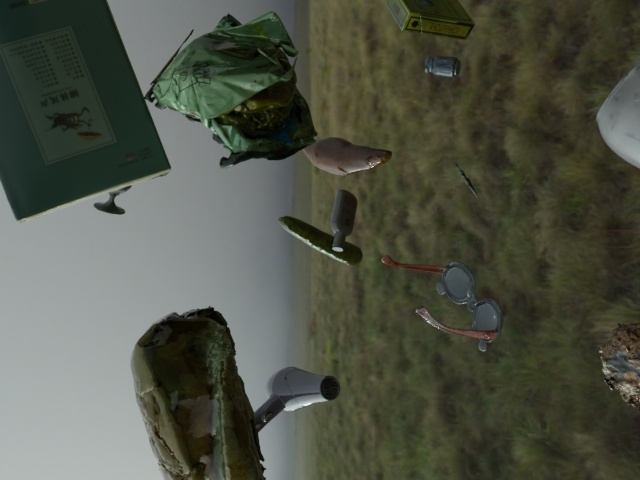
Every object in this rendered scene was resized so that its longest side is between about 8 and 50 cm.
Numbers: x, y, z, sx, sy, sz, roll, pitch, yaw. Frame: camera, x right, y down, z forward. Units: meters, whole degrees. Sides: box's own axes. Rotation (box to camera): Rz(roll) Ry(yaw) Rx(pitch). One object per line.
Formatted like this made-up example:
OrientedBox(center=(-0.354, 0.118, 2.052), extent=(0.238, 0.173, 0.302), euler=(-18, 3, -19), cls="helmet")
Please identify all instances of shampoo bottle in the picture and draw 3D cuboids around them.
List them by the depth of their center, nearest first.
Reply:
OrientedBox(center=(0.805, -0.283, 1.365), extent=(0.266, 0.273, 0.273), euler=(42, 156, 21), cls="shampoo bottle")
OrientedBox(center=(0.061, -0.052, 1.633), extent=(0.080, 0.040, 0.165), euler=(32, -120, -44), cls="shampoo bottle")

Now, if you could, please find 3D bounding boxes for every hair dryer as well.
OrientedBox(center=(-0.131, 0.466, 1.555), extent=(0.121, 0.361, 0.301), euler=(55, 148, -9), cls="hair dryer")

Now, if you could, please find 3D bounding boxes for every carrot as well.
OrientedBox(center=(0.000, 0.000, 1.925), extent=(0.074, 0.358, 0.074), euler=(-26, 52, 39), cls="carrot")

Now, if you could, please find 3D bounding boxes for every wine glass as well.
OrientedBox(center=(-0.644, -0.206, 1.906), extent=(0.103, 0.103, 0.231), euler=(-97, 25, -76), cls="wine glass")

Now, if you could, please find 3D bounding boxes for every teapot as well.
OrientedBox(center=(0.307, -0.441, 1.496), extent=(0.064, 0.083, 0.049), euler=(-68, -24, -14), cls="teapot")

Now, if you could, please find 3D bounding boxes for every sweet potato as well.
OrientedBox(center=(0.060, -0.253, 1.820), extent=(0.112, 0.359, 0.112), euler=(-26, -54, -41), cls="sweet potato")

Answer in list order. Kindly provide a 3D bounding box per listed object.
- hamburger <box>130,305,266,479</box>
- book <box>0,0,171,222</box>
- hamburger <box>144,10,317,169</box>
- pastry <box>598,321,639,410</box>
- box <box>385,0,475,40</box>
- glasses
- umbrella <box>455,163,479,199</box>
OrientedBox(center=(-0.154, 0.220, 0.764), extent=(0.285, 0.134, 0.266), euler=(135, 123, -83), cls="hamburger")
OrientedBox(center=(-0.432, -0.247, 0.976), extent=(0.031, 0.264, 0.379), euler=(177, 73, -76), cls="book")
OrientedBox(center=(-0.116, -0.258, 0.967), extent=(0.260, 0.276, 0.150), euler=(-41, -14, -39), cls="hamburger")
OrientedBox(center=(0.818, 0.309, 1.452), extent=(0.193, 0.274, 0.275), euler=(-92, 3, -57), cls="pastry")
OrientedBox(center=(0.306, -0.638, 1.688), extent=(0.064, 0.220, 0.141), euler=(114, 146, -46), cls="box")
OrientedBox(center=(0.257, 0.133, 1.349), extent=(0.118, 0.268, 0.234), euler=(-62, 36, 30), cls="glasses")
OrientedBox(center=(0.399, -0.161, 1.631), extent=(0.122, 0.013, 0.022), euler=(52, -154, -17), cls="umbrella")
